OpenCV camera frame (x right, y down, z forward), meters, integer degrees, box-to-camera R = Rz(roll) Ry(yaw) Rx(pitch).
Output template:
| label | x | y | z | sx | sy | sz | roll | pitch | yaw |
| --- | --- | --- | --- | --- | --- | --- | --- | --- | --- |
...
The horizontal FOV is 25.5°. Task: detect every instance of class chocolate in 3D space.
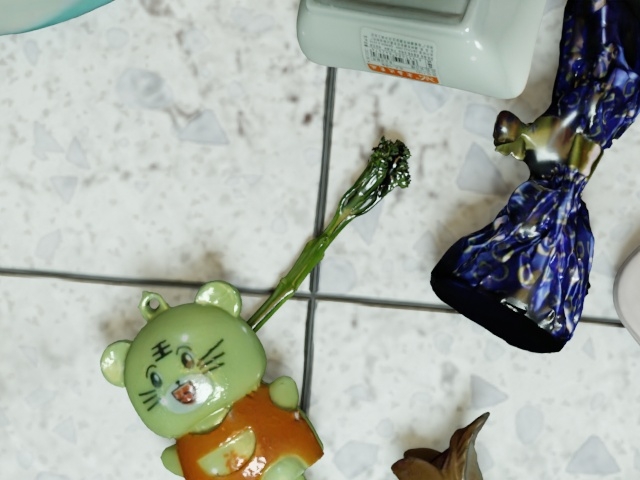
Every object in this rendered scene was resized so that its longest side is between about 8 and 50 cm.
| label | x | y | z | sx | sy | sz | roll | pitch | yaw |
| --- | --- | --- | --- | --- | --- | --- | --- | --- | --- |
| chocolate | 0.207 | -0.083 | 1.164 | 0.148 | 0.126 | 0.343 | 27 | 84 | -25 |

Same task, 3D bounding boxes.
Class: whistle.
| label | x | y | z | sx | sy | sz | roll | pitch | yaw |
| --- | --- | --- | --- | --- | --- | --- | --- | --- | --- |
| whistle | -0.067 | 0.163 | 1.150 | 0.131 | 0.106 | 0.288 | -32 | 89 | 6 |

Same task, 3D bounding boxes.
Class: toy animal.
| label | x | y | z | sx | sy | sz | roll | pitch | yaw |
| --- | --- | --- | --- | --- | --- | --- | --- | --- | --- |
| toy animal | 0.084 | 0.226 | 1.172 | 0.179 | 0.089 | 0.188 | 9 | 92 | 13 |

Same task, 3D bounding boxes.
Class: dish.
| label | x | y | z | sx | sy | sz | roll | pitch | yaw |
| --- | --- | --- | --- | --- | --- | --- | --- | --- | --- |
| dish | 0.076 | -0.209 | 1.145 | 0.212 | 0.077 | 0.151 | 15 | 86 | 27 |

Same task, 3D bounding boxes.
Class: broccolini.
| label | x | y | z | sx | sy | sz | roll | pitch | yaw |
| --- | --- | --- | --- | --- | --- | --- | --- | --- | --- |
| broccolini | -0.001 | -0.001 | 1.201 | 0.042 | 0.044 | 0.218 | 43 | 92 | -15 |

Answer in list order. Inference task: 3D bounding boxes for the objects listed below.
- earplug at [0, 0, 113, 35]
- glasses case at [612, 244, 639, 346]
| label | x | y | z | sx | sy | sz | roll | pitch | yaw |
| --- | --- | --- | --- | --- | --- | --- | --- | --- | --- |
| earplug | -0.304 | -0.240 | 1.136 | 0.323 | 0.185 | 0.185 | -3 | 88 | -9 |
| glasses case | 0.364 | 0.118 | 1.188 | 0.113 | 0.075 | 0.297 | -38 | 89 | -2 |
